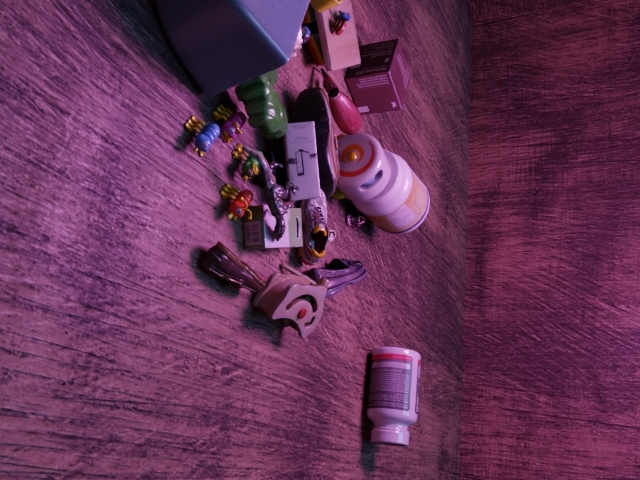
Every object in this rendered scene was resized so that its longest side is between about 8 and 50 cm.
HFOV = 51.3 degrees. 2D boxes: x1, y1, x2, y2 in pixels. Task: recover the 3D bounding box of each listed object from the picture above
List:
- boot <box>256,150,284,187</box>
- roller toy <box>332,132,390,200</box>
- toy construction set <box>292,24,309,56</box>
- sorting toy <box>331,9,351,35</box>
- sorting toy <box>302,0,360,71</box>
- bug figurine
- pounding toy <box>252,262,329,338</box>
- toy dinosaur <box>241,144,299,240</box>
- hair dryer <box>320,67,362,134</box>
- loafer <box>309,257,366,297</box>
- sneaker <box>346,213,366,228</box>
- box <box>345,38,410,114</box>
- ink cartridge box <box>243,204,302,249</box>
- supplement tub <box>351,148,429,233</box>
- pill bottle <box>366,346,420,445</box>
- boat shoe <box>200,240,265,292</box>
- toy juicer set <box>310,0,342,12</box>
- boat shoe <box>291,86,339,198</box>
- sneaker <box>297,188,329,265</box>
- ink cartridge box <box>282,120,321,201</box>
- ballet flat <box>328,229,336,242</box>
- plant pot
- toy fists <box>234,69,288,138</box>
[{"bbox_3d":[-0.133,-0.188,1.757,0.121,0.045,0.099,28,64,-69],"label":"boot"},{"bbox_3d":[0.117,-0.238,2.102,0.146,0.191,0.210,51,46,-59],"label":"roller toy"},{"bbox_3d":[-0.125,-0.588,1.681,0.151,0.215,0.328,-43,136,-26],"label":"toy construction set"},{"bbox_3d":[0.058,-0.666,2.014,0.042,0.061,0.102,32,43,-19],"label":"sorting toy"},{"bbox_3d":[0.024,-0.669,2.096,0.257,0.089,0.256,-40,122,-60],"label":"sorting toy"},{"bbox_3d":[-0.207,-0.193,1.571,0.279,0.072,0.216,65,33,-36],"label":"bug figurine"},{"bbox_3d":[-0.088,0.159,1.780,0.269,0.154,0.154,11,106,-54],"label":"pounding toy"},{"bbox_3d":[-0.112,-0.133,1.629,0.118,0.064,0.268,-56,134,-51],"label":"toy dinosaur"},{"bbox_3d":[0.046,-0.418,2.020,0.224,0.080,0.293,52,5,-8],"label":"hair dryer"},{"bbox_3d":[0.056,0.095,2.052,0.302,0.109,0.095,-26,106,-60],"label":"loafer"},{"bbox_3d":[0.134,-0.067,2.287,0.119,0.057,0.047,2,83,-66],"label":"sneaker"},{"bbox_3d":[0.210,-0.583,2.382,0.167,0.168,0.203,63,34,-42],"label":"box"},{"bbox_3d":[-0.122,-0.033,1.739,0.209,0.062,0.109,-1,87,-64],"label":"ink cartridge box"},{"bbox_3d":[0.230,-0.170,2.303,0.316,0.228,0.229,35,56,-58],"label":"supplement tub"},{"bbox_3d":[0.253,0.544,2.317,0.176,0.176,0.319,42,50,-56],"label":"pill bottle"},{"bbox_3d":[-0.205,0.074,1.557,0.073,0.073,0.207,-49,140,-4],"label":"boat shoe"},{"bbox_3d":[-0.064,-0.698,1.536,0.329,0.089,0.209,31,46,-43],"label":"toy juicer set"},{"bbox_3d":[-0.008,-0.289,1.968,0.120,0.122,0.324,-51,140,-62],"label":"boat shoe"},{"bbox_3d":[-0.007,-0.044,1.912,0.088,0.092,0.226,6,77,-25],"label":"sneaker"},{"bbox_3d":[-0.054,-0.211,1.812,0.148,0.085,0.203,-157,-118,-83],"label":"ink cartridge box"},{"bbox_3d":[0.000,0.000,2.001,0.168,0.052,0.057,-43,125,-58],"label":"ballet flat"},{"bbox_3d":[-0.208,-0.514,1.439,0.252,0.247,0.248,44,47,-38],"label":"plant pot"},{"bbox_3d":[-0.157,-0.386,1.625,0.142,0.096,0.279,57,20,-67],"label":"toy fists"}]
